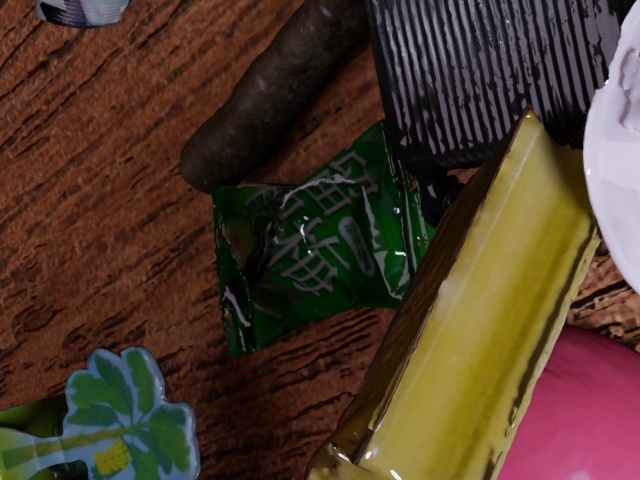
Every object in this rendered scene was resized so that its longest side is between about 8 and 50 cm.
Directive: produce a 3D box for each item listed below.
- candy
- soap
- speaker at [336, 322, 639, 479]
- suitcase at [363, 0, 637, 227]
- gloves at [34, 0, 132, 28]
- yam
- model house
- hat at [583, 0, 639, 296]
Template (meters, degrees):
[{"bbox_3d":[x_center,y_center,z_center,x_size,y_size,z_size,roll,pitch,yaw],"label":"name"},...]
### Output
[{"bbox_3d":[0.001,-0.002,0.981,0.203,0.078,0.141,-16,98,34],"label":"candy"},{"bbox_3d":[0.073,0.052,0.679,0.076,0.233,0.135,32,148,0],"label":"soap"},{"bbox_3d":[0.129,0.191,0.823,0.294,0.294,0.294,11,106,43],"label":"speaker"},{"bbox_3d":[0.124,-0.175,0.781,0.202,0.128,0.312,-9,95,44],"label":"suitcase"},{"bbox_3d":[-0.198,-0.295,1.097,0.127,0.111,0.212,33,128,41],"label":"gloves"},{"bbox_3d":[-0.026,-0.130,0.991,0.274,0.061,0.061,-47,66,40],"label":"yam"},{"bbox_3d":[-0.120,0.262,1.099,0.313,0.242,0.357,-18,84,29],"label":"model house"},{"bbox_3d":[0.243,-0.042,0.632,0.126,0.203,0.203,5,103,63],"label":"hat"}]
